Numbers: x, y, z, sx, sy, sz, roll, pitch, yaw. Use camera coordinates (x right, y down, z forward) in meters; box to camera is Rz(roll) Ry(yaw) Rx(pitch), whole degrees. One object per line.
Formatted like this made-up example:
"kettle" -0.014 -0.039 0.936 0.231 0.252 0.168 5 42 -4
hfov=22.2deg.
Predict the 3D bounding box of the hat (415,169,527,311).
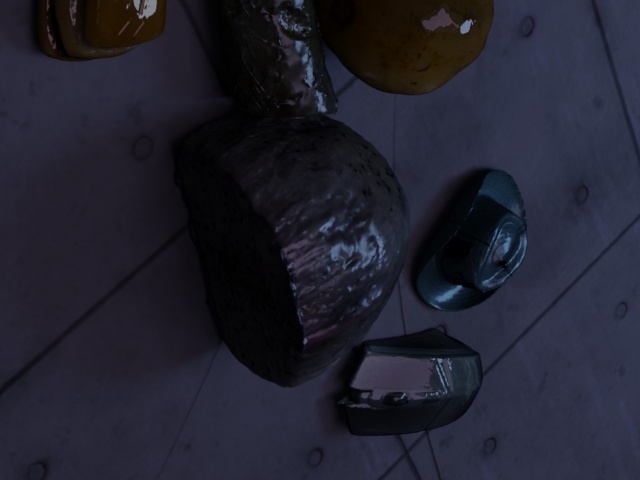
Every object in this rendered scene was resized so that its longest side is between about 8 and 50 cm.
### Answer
"hat" 0.201 0.009 1.958 0.191 0.078 0.138 -54 136 -10

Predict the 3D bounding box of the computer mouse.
"computer mouse" 0.118 0.178 1.964 0.231 0.071 0.126 -2 110 -41

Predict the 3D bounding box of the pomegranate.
"pomegranate" 0.091 -0.239 1.681 0.196 0.196 0.196 -19 120 -36

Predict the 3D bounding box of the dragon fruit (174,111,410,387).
"dragon fruit" 0.000 0.000 1.685 0.221 0.204 0.283 -30 127 -31

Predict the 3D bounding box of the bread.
"bread" -0.196 -0.260 1.487 0.116 0.077 0.200 -20 122 -44

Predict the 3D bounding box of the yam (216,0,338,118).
"yam" -0.049 -0.204 1.622 0.107 0.107 0.183 -28 123 -31
